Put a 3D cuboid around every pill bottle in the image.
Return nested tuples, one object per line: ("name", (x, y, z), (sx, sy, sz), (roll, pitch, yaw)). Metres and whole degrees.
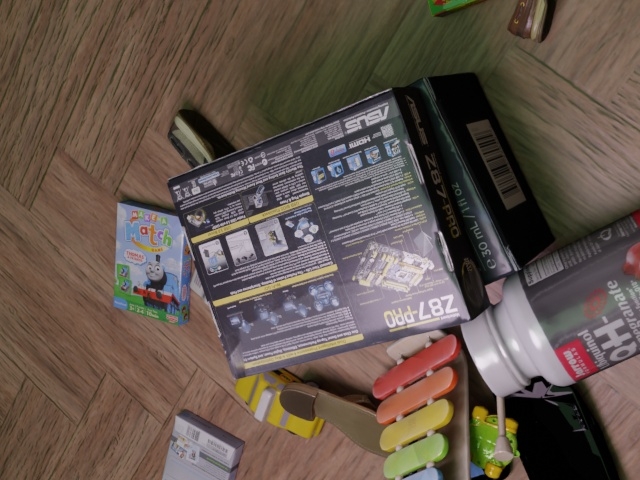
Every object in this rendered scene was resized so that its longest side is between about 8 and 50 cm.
("pill bottle", (0.362, 0.093, 1.245), (0.318, 0.176, 0.176), (-29, 86, 17))

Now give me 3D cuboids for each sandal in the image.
("sandal", (0.053, 0.286, 1.543), (0.240, 0.079, 0.088), (20, 126, 12))

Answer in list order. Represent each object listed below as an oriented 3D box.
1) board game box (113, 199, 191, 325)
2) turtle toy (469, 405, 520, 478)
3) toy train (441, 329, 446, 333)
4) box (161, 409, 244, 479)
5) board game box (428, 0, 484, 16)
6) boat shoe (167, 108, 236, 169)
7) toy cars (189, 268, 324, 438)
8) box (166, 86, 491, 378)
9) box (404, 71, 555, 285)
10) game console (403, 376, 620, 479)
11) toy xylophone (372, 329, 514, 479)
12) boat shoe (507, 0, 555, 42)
("board game box", (-0.319, 0.041, 1.719), (0.160, 0.039, 0.211), (13, 106, 26))
("turtle toy", (0.249, 0.307, 1.402), (0.130, 0.066, 0.095), (20, 84, 29))
("toy train", (0.183, 0.137, 1.473), (0.083, 0.024, 0.017), (59, 149, 5))
("box", (-0.234, 0.444, 1.760), (0.145, 0.038, 0.186), (23, 110, 23))
("board game box", (0.190, -0.434, 1.339), (0.092, 0.043, 0.181), (-14, 93, 31))
("boat shoe", (-0.192, -0.134, 1.595), (0.223, 0.080, 0.073), (51, 124, 16))
("toy cars", (-0.123, 0.187, 1.616), (0.176, 0.087, 0.393), (-24, 88, 30))
("box", (0.000, 0.000, 1.262), (0.395, 0.097, 0.318), (-19, 90, 30))
("box", (0.098, -0.035, 1.378), (0.395, 0.212, 0.293), (-27, 88, 31))
("game console", (0.281, 0.354, 1.458), (0.361, 0.044, 0.213), (-25, 88, 31))
("toy xylophone", (0.178, 0.270, 1.372), (0.081, 0.322, 0.236), (26, 130, -25))
("boat shoe", (0.306, -0.373, 1.277), (0.060, 0.064, 0.178), (17, 111, 23))
